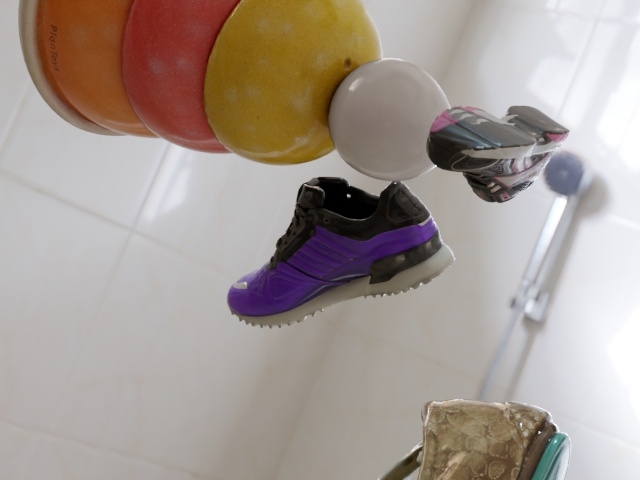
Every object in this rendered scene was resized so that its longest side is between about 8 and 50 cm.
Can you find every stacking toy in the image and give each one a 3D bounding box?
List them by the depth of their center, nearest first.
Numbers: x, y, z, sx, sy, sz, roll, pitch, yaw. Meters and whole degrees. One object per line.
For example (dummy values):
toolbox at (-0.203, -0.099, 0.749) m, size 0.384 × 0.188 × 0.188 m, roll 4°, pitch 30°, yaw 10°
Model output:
stacking toy at (-0.054, -0.185, 1.342) m, size 0.480 × 0.351 × 0.350 m, roll 35°, pitch 3°, yaw 33°

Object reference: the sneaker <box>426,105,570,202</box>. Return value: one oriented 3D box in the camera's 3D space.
sneaker at (0.148, -0.064, 1.081) m, size 0.072 × 0.077 × 0.178 m, roll 36°, pitch 26°, yaw 33°

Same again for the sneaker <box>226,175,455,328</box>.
sneaker at (0.001, 0.000, 1.463) m, size 0.293 × 0.102 × 0.146 m, roll -17°, pitch -72°, yaw 31°

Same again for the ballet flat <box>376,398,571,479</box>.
ballet flat at (0.024, 0.143, 0.452) m, size 0.067 × 0.206 × 0.073 m, roll 16°, pitch -35°, yaw 24°
